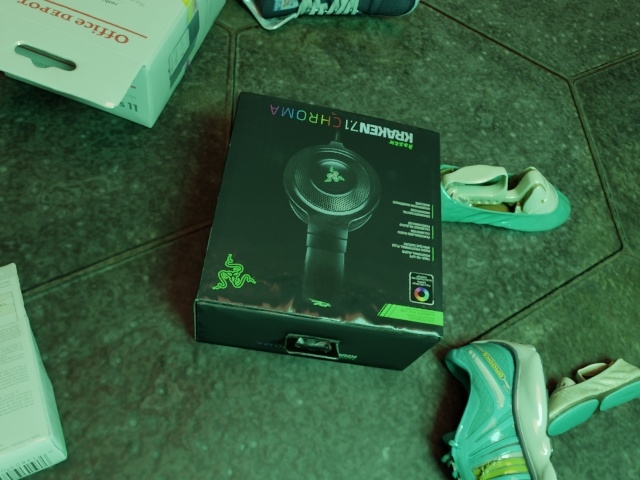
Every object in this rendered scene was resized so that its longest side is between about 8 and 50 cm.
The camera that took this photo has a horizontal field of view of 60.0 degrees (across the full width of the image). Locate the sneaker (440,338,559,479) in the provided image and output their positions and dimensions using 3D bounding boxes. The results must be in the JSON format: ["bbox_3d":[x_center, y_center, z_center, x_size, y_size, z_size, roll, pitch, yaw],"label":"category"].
[{"bbox_3d":[0.182,0.237,0.581,0.110,0.107,0.275,0,55,8],"label":"sneaker"}]

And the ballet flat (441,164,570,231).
[{"bbox_3d":[0.248,-0.061,0.747,0.248,0.087,0.083,1,62,-13],"label":"ballet flat"}]

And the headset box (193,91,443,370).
[{"bbox_3d":[0.000,0.000,0.630,0.247,0.131,0.282,11,61,-7],"label":"headset box"}]

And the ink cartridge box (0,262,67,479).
[{"bbox_3d":[-0.362,0.140,0.527,0.181,0.056,0.224,-18,49,-22],"label":"ink cartridge box"}]

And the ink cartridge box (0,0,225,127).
[{"bbox_3d":[-0.277,-0.288,0.727,0.207,0.119,0.353,20,58,-3],"label":"ink cartridge box"}]

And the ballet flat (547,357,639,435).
[{"bbox_3d":[0.313,0.182,0.660,0.168,0.057,0.052,-11,38,-23],"label":"ballet flat"}]

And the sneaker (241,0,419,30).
[{"bbox_3d":[0.005,-0.382,0.856,0.283,0.099,0.153,20,54,5],"label":"sneaker"}]
